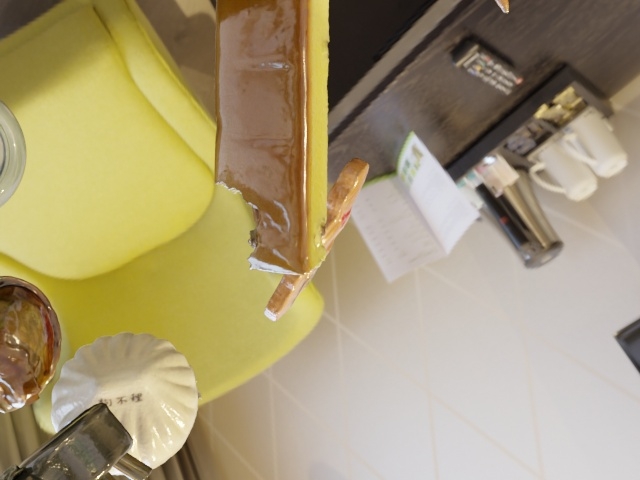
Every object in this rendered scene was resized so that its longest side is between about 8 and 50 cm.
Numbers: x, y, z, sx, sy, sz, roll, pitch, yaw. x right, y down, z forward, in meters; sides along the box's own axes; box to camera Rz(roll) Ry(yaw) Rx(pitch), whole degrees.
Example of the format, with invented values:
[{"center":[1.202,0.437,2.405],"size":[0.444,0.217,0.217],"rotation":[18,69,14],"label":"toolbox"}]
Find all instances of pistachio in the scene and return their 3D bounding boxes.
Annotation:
[{"center":[-0.479,0.159,1.104],"size":[0.131,0.210,0.165],"rotation":[-11,172,43],"label":"pistachio"}]

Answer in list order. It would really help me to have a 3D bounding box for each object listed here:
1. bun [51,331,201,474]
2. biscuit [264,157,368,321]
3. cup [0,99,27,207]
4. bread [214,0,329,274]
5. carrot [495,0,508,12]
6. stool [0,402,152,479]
[{"center":[-0.342,0.268,1.243],"size":[0.263,0.263,0.175],"rotation":[-19,159,-16],"label":"bun"},{"center":[0.000,0.000,1.312],"size":[0.333,0.047,0.202],"rotation":[-62,174,24],"label":"biscuit"},{"center":[-0.698,-0.141,1.233],"size":[0.357,0.259,0.275],"rotation":[-24,-162,-26],"label":"cup"},{"center":[-0.037,-0.088,0.556],"size":[0.088,0.226,0.049],"rotation":[1,179,27],"label":"bread"},{"center":[0.258,-0.463,1.139],"size":[0.048,0.048,0.216],"rotation":[-27,110,-1],"label":"carrot"},{"center":[-0.351,0.338,1.004],"size":[0.228,0.139,0.153],"rotation":[-40,-177,-36],"label":"stool"}]
